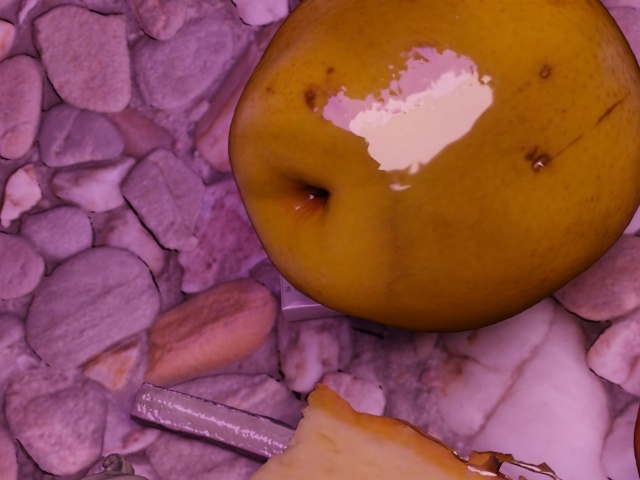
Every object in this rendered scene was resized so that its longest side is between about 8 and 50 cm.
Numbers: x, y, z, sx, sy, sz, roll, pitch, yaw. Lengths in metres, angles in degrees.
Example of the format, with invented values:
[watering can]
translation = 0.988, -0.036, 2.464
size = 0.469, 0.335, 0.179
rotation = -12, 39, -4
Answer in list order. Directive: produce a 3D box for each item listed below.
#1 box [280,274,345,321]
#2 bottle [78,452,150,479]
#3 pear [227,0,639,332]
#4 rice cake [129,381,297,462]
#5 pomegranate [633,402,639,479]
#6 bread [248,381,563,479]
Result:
[box]
translation = 0.000, 0.000, 1.923
size = 0.084, 0.040, 0.154
rotation = -7, 66, 6
[bottle]
translation = -0.137, 0.340, 1.704
size = 0.229, 0.229, 0.351
rotation = -36, 63, -8
[pear]
translation = 0.112, -0.090, 1.760
size = 0.362, 0.362, 0.418
rotation = 41, 41, 22
[rice cake]
translation = -0.083, 0.182, 1.857
size = 0.207, 0.036, 0.047
rotation = 15, 81, 14
[pomegranate]
translation = 0.419, 0.168, 1.657
size = 0.319, 0.319, 0.319
rotation = -3, 66, 7
[bread]
translation = 0.121, 0.270, 1.595
size = 0.315, 0.279, 0.248
rotation = 54, 50, -14
